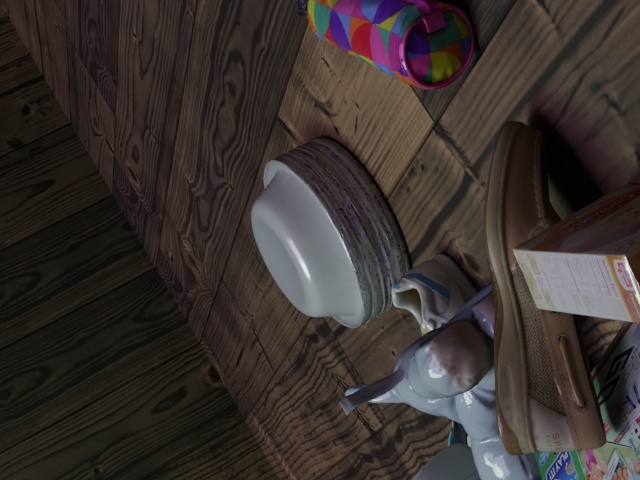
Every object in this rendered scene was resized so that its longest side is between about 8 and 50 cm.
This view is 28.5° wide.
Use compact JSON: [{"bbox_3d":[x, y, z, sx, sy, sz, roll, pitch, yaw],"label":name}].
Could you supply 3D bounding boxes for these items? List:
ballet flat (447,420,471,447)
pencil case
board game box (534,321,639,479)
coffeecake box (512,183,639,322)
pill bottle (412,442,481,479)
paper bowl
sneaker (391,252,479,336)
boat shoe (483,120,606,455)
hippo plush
[{"bbox_3d":[0.220,0.259,1.802,0.074,0.074,0.203,44,149,44],"label":"ballet flat"},{"bbox_3d":[0.071,-0.243,1.409,0.236,0.104,0.104,37,150,51],"label":"pencil case"},{"bbox_3d":[0.310,0.205,1.199,0.214,0.046,0.317,-101,23,-43],"label":"board game box"},{"bbox_3d":[0.282,0.007,1.114,0.068,0.142,0.185,65,162,-10],"label":"coffeecake box"},{"bbox_3d":[0.270,0.414,1.540,0.361,0.204,0.204,32,149,31],"label":"pill bottle"},{"bbox_3d":[0.000,0.000,1.896,0.284,0.148,0.284,53,162,26],"label":"paper bowl"},{"bbox_3d":[0.185,0.117,1.639,0.229,0.092,0.087,46,155,38],"label":"sneaker"},{"bbox_3d":[0.231,0.042,1.265,0.121,0.110,0.341,33,-126,-66],"label":"boat shoe"},{"bbox_3d":[0.207,0.191,1.430,0.237,0.294,0.234,53,-176,2],"label":"hippo plush"}]
